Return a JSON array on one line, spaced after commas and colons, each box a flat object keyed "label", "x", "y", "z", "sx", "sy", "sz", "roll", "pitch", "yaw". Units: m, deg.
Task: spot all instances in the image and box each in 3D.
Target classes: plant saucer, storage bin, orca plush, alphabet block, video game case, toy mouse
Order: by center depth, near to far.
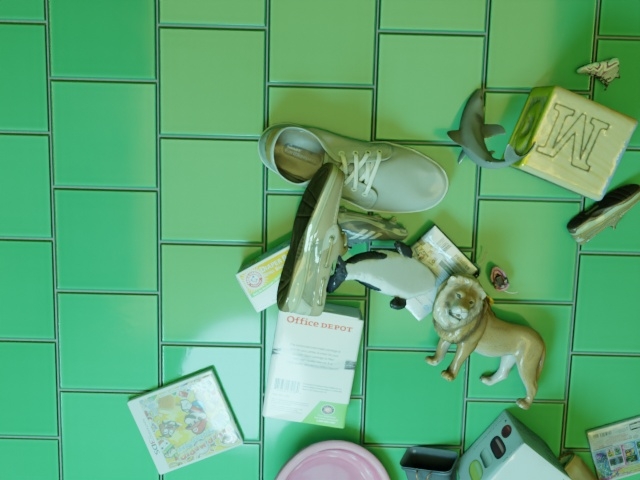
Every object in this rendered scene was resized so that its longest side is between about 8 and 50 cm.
[{"label": "alphabet block", "x": 0.543, "y": -0.217, "z": 1.765, "sx": 0.197, "sy": 0.192, "sz": 0.193, "roll": 22, "pitch": 97, "yaw": -5}, {"label": "orca plush", "x": 0.122, "y": 0.087, "z": 1.783, "sx": 0.287, "sy": 0.102, "sz": 0.151, "roll": -10, "pitch": 89, "yaw": -37}, {"label": "toy mouse", "x": 0.388, "y": 0.090, "z": 1.893, "sx": 0.161, "sy": 0.031, "sz": 0.143, "roll": -1, "pitch": 100, "yaw": 4}, {"label": "plant saucer", "x": 0.018, "y": 0.645, "z": 1.912, "sx": 0.332, "sy": 0.084, "sz": 0.332, "roll": 3, "pitch": 83, "yaw": -23}, {"label": "storage bin", "x": 0.268, "y": 0.571, "z": 1.932, "sx": 0.135, "sy": 0.098, "sz": 0.091, "roll": -2, "pitch": 112, "yaw": 29}, {"label": "video game case", "x": -0.330, "y": 0.446, "z": 1.956, "sx": 0.227, "sy": 0.026, "sz": 0.206, "roll": -21, "pitch": 99, "yaw": 3}, {"label": "video game case", "x": 0.751, "y": 0.517, "z": 1.977, "sx": 0.157, "sy": 0.019, "sz": 0.143, "roll": -17, "pitch": 100, "yaw": 2}]

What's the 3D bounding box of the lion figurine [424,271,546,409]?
[{"label": "lion figurine", "x": 0.402, "y": 0.230, "z": 1.857, "sx": 0.392, "sy": 0.142, "sz": 0.240, "roll": 22, "pitch": 101, "yaw": -26}]

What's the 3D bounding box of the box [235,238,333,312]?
[{"label": "box", "x": -0.082, "y": 0.066, "z": 1.848, "sx": 0.203, "sy": 0.114, "sz": 0.103, "roll": -28, "pitch": 98, "yaw": 6}]

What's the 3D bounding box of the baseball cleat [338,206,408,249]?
[{"label": "baseball cleat", "x": 0.097, "y": -0.015, "z": 1.867, "sx": 0.206, "sy": 0.072, "sz": 0.109, "roll": 16, "pitch": 113, "yaw": 2}]

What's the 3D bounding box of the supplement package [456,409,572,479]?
[{"label": "supplement package", "x": 0.449, "y": 0.548, "z": 1.887, "sx": 0.149, "sy": 0.203, "sz": 0.194, "roll": 39, "pitch": 97, "yaw": -7}]

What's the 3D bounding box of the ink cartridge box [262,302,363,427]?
[{"label": "ink cartridge box", "x": -0.019, "y": 0.285, "z": 1.885, "sx": 0.198, "sy": 0.115, "sz": 0.273, "roll": 10, "pitch": 100, "yaw": -2}]

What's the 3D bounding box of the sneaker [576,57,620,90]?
[{"label": "sneaker", "x": 0.636, "y": -0.373, "z": 1.813, "sx": 0.098, "sy": 0.038, "sz": 0.069, "roll": -13, "pitch": 99, "yaw": 2}]

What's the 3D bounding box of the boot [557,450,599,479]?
[{"label": "boot", "x": 0.630, "y": 0.694, "z": 1.977, "sx": 0.236, "sy": 0.089, "sz": 0.269, "roll": -45, "pitch": 97, "yaw": -3}]

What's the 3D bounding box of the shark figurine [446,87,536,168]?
[{"label": "shark figurine", "x": 0.338, "y": -0.213, "z": 1.742, "sx": 0.116, "sy": 0.278, "sz": 0.166, "roll": 17, "pitch": 119, "yaw": -27}]

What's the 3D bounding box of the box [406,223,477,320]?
[{"label": "box", "x": 0.251, "y": 0.076, "z": 1.872, "sx": 0.145, "sy": 0.038, "sz": 0.186, "roll": 45, "pitch": 102, "yaw": 0}]

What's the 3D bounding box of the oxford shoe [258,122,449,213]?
[{"label": "oxford shoe", "x": 0.074, "y": -0.159, "z": 1.805, "sx": 0.449, "sy": 0.130, "sz": 0.169, "roll": 15, "pitch": 98, "yaw": -4}]

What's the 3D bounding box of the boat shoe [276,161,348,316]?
[{"label": "boat shoe", "x": 0.000, "y": 0.000, "z": 1.730, "sx": 0.110, "sy": 0.121, "sz": 0.341, "roll": 13, "pitch": 104, "yaw": -17}]

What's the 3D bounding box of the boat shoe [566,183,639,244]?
[{"label": "boat shoe", "x": 0.672, "y": -0.058, "z": 1.861, "sx": 0.190, "sy": 0.068, "sz": 0.072, "roll": -33, "pitch": 111, "yaw": 15}]
